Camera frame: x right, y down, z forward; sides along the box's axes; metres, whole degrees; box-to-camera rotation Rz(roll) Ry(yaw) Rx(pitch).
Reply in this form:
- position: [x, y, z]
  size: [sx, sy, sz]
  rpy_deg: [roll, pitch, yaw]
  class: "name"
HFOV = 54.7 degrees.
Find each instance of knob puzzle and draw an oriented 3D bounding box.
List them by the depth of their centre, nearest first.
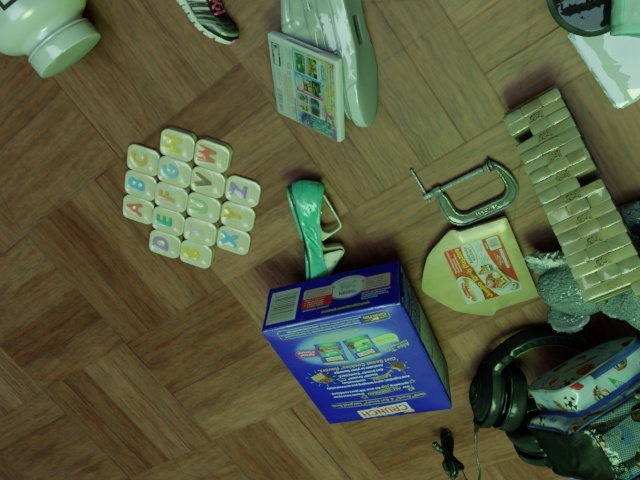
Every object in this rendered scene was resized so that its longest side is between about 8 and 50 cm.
- position: [0.279, 0.056, 1.146]
  size: [0.213, 0.030, 0.213]
  rpy_deg: [6, 119, 11]
  class: "knob puzzle"

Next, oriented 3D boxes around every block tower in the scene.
- position: [0.379, -0.065, 0.917]
  size: [0.097, 0.091, 0.335]
  rpy_deg: [-29, 70, 27]
  class: "block tower"

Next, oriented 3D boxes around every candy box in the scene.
- position: [0.079, 0.209, 1.188]
  size: [0.268, 0.122, 0.317]
  rpy_deg: [-14, 127, 20]
  class: "candy box"

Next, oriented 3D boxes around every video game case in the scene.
- position: [-0.021, -0.250, 1.011]
  size: [0.143, 0.019, 0.157]
  rpy_deg: [30, 147, 27]
  class: "video game case"

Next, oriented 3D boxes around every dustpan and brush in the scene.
- position: [0.491, -0.309, 0.889]
  size: [0.211, 0.060, 0.147]
  rpy_deg: [-33, 94, 34]
  class: "dustpan and brush"

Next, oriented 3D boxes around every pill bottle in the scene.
- position: [-0.520, -0.438, 1.016]
  size: [0.181, 0.181, 0.323]
  rpy_deg: [-30, 106, 26]
  class: "pill bottle"

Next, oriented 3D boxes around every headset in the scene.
- position: [0.384, 0.328, 1.225]
  size: [0.243, 0.185, 0.394]
  rpy_deg: [38, 105, -10]
  class: "headset"

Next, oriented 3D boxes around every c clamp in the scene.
- position: [0.256, -0.091, 1.079]
  size: [0.161, 0.022, 0.137]
  rpy_deg: [-21, 110, 24]
  class: "c clamp"

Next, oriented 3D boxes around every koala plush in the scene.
- position: [0.462, 0.067, 1.023]
  size: [0.221, 0.203, 0.196]
  rpy_deg: [-10, 119, 35]
  class: "koala plush"

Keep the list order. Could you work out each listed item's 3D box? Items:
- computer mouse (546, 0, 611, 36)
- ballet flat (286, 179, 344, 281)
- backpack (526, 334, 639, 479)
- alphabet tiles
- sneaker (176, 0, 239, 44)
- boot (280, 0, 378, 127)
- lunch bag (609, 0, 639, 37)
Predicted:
- position: [0.368, -0.421, 0.855]
  size: [0.189, 0.072, 0.272]
  rpy_deg: [-7, 102, 21]
  class: "computer mouse"
- position: [0.000, 0.000, 1.166]
  size: [0.087, 0.083, 0.247]
  rpy_deg: [-9, 117, 4]
  class: "ballet flat"
- position: [0.494, 0.274, 1.017]
  size: [0.263, 0.276, 0.213]
  rpy_deg: [-21, 83, -7]
  class: "backpack"
- position: [-0.262, -0.078, 1.228]
  size: [0.278, 0.021, 0.284]
  rpy_deg: [19, 121, 5]
  class: "alphabet tiles"
- position: [-0.188, -0.401, 1.013]
  size: [0.075, 0.063, 0.170]
  rpy_deg: [-36, 98, 34]
  class: "sneaker"
- position: [0.012, -0.307, 1.006]
  size: [0.123, 0.095, 0.258]
  rpy_deg: [0, 115, 29]
  class: "boot"
- position: [0.492, -0.361, 0.762]
  size: [0.262, 0.160, 0.223]
  rpy_deg: [1, 105, 3]
  class: "lunch bag"
